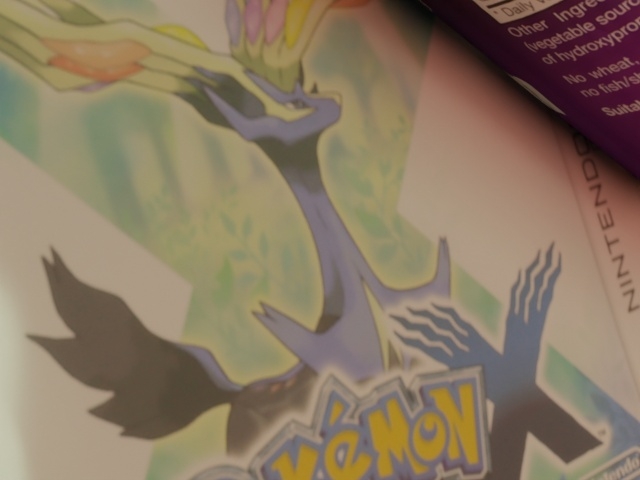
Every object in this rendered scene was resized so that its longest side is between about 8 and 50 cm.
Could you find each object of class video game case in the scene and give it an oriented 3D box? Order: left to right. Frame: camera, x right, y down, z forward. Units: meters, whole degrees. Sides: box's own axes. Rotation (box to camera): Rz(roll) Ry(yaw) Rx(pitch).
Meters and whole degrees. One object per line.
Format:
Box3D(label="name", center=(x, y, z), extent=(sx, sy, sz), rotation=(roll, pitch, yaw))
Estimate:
Box3D(label="video game case", center=(0.000, 0.000, 0.542), extent=(0.329, 0.036, 0.300), rotation=(-20, 93, -36))

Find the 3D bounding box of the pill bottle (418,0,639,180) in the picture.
Box3D(label="pill bottle", center=(0.111, -0.138, 0.516), extent=(0.323, 0.181, 0.181), rotation=(35, 63, -26))
